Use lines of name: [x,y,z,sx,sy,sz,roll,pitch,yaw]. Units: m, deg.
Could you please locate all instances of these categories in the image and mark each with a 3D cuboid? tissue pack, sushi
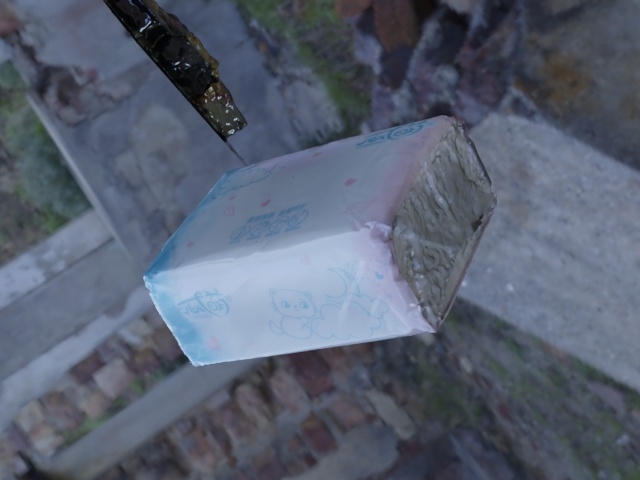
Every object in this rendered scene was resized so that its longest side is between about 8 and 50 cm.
tissue pack: [-0.001,0.002,1.012,0.271,0.201,0.124,-11,123,35]
sushi: [-0.191,-0.255,1.513,0.359,0.064,0.343,50,-179,42]
